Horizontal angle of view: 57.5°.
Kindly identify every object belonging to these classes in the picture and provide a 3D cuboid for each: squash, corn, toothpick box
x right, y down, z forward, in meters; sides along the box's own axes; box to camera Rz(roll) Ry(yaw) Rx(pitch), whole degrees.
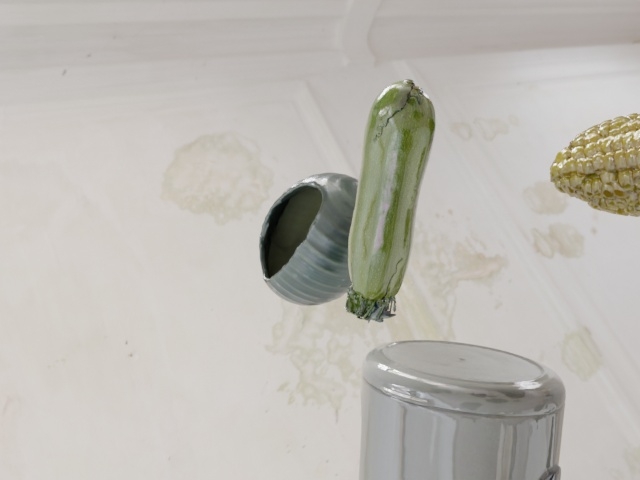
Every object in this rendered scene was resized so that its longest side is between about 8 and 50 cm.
[{"bbox_3d":[0.049,-0.024,0.422,0.052,0.184,0.052,4,-156,-2],"label":"squash"},{"bbox_3d":[0.348,-0.072,0.488,0.119,0.321,0.119,-2,-86,-36],"label":"corn"},{"bbox_3d":[0.146,0.281,0.613,0.228,0.229,0.317,3,-88,-20],"label":"toothpick box"}]

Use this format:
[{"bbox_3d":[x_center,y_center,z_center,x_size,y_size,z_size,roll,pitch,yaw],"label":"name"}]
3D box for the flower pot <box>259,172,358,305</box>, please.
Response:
[{"bbox_3d":[0.000,0.000,0.937,0.157,0.243,0.190,11,-130,-36],"label":"flower pot"}]
